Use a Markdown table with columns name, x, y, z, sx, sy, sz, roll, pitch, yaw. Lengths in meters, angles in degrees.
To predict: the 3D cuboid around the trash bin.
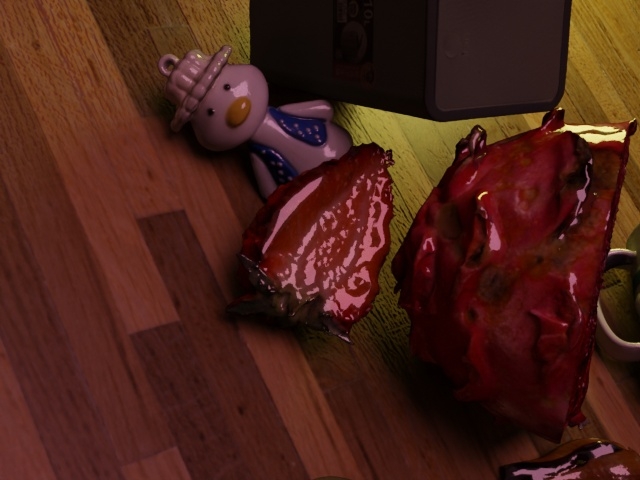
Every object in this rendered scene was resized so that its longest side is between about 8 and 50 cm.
| name | x | y | z | sx | sy | sz | roll | pitch | yaw |
| --- | --- | --- | --- | --- | --- | --- | --- | --- | --- |
| trash bin | 0.090 | -0.238 | 1.223 | 0.223 | 0.343 | 0.158 | -11 | 106 | -37 |

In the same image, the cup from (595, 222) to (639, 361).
| name | x | y | z | sx | sy | sz | roll | pitch | yaw |
| --- | --- | --- | --- | --- | --- | --- | --- | --- | --- |
| cup | 0.504 | 0.083 | 1.384 | 0.289 | 0.219 | 0.258 | 0 | 57 | 2 |

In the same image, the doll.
| name | x | y | z | sx | sy | sz | roll | pitch | yaw |
| --- | --- | --- | --- | --- | --- | --- | --- | --- | --- |
| doll | -0.063 | -0.129 | 1.203 | 0.293 | 0.138 | 0.119 | 34 | 12 | -12 |

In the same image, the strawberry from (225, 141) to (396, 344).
| name | x | y | z | sx | sy | sz | roll | pitch | yaw |
| --- | --- | --- | --- | --- | --- | --- | --- | --- | --- |
| strawberry | -0.011 | -0.011 | 1.139 | 0.174 | 0.098 | 0.228 | 20 | 75 | -22 |

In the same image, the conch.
| name | x | y | z | sx | sy | sz | roll | pitch | yaw |
| --- | --- | --- | --- | --- | --- | --- | --- | --- | --- |
| conch | 0.330 | 0.275 | 1.219 | 0.232 | 0.080 | 0.086 | 23 | 43 | -17 |

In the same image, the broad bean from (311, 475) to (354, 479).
| name | x | y | z | sx | sy | sz | roll | pitch | yaw |
| --- | --- | --- | --- | --- | --- | --- | --- | --- | --- |
| broad bean | 0.045 | 0.306 | 1.014 | 0.174 | 0.082 | 0.124 | 46 | 50 | -1 |

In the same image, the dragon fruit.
| name | x | y | z | sx | sy | sz | roll | pitch | yaw |
| --- | --- | --- | --- | --- | --- | --- | --- | --- | --- |
| dragon fruit | 0.216 | 0.028 | 1.161 | 0.249 | 0.371 | 0.386 | 13 | 18 | 14 |
